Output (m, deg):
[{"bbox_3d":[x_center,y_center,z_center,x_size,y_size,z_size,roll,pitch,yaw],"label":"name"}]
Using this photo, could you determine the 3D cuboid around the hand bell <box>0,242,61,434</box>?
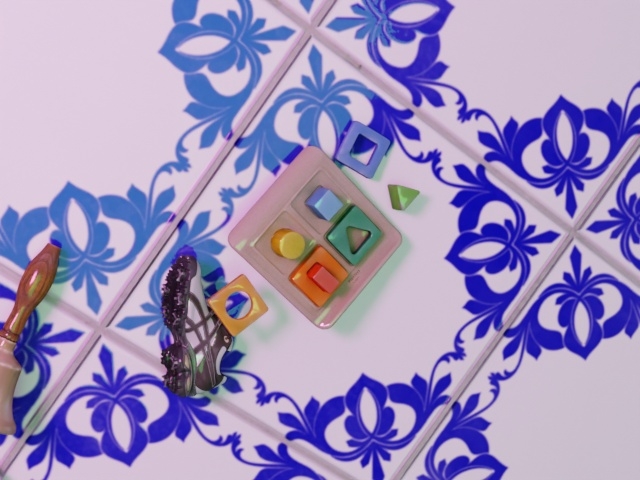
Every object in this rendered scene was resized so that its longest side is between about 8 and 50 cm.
[{"bbox_3d":[-0.401,0.115,1.168,0.126,0.126,0.242,27,81,-16],"label":"hand bell"}]

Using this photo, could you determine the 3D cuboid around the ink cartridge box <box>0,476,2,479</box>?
[{"bbox_3d":[-0.555,0.367,1.163,0.181,0.056,0.224,34,90,-37],"label":"ink cartridge box"}]

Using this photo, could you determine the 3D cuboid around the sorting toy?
[{"bbox_3d":[0.000,0.000,1.217,0.196,0.047,0.347,44,79,-20],"label":"sorting toy"}]

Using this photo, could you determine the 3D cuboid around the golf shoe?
[{"bbox_3d":[-0.166,0.114,1.228,0.094,0.077,0.198,-3,104,-30],"label":"golf shoe"}]
